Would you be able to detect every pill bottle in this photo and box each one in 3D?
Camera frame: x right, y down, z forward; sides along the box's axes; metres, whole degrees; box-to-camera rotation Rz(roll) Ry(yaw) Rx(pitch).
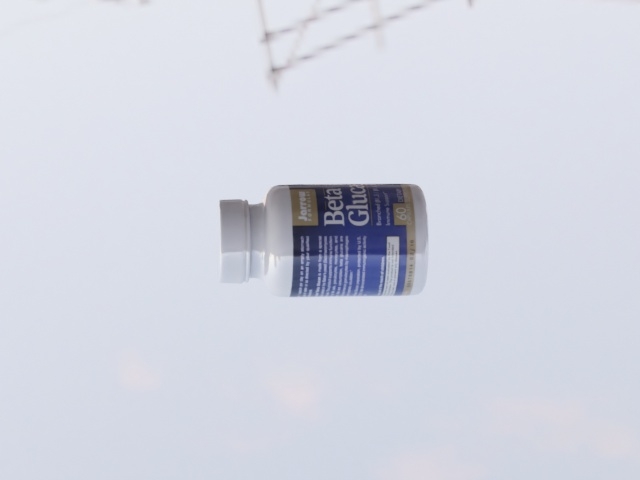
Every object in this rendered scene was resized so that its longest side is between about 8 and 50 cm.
[{"bbox_3d":[0.000,0.000,1.612,0.169,0.094,0.094,-1,-156,-6],"label":"pill bottle"}]
